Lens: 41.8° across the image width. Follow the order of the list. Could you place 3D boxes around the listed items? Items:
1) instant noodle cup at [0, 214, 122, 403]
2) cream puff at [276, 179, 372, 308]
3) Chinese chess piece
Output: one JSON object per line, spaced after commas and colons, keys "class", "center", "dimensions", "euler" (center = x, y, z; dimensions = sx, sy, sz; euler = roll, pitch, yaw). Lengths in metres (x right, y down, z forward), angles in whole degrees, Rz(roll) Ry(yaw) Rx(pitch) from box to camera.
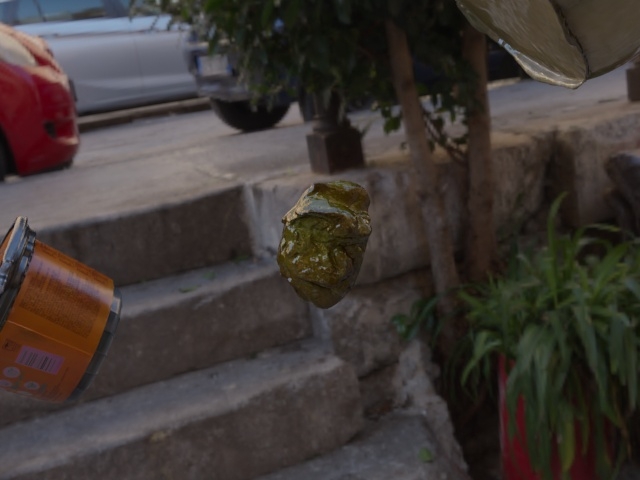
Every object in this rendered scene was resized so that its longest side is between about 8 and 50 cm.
{"class": "instant noodle cup", "center": [-0.270, 0.079, 0.808], "dimensions": [0.125, 0.177, 0.208], "euler": [26, -2, -23]}
{"class": "cream puff", "center": [0.000, 0.000, 0.556], "dimensions": [0.058, 0.083, 0.083], "euler": [11, -35, -17]}
{"class": "Chinese chess piece", "center": [0.184, -0.297, 0.783], "dimensions": [0.140, 0.338, 0.338], "euler": [-44, 11, 6]}
